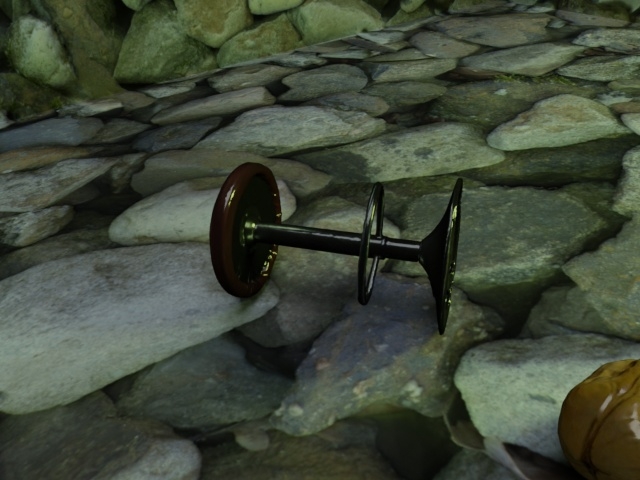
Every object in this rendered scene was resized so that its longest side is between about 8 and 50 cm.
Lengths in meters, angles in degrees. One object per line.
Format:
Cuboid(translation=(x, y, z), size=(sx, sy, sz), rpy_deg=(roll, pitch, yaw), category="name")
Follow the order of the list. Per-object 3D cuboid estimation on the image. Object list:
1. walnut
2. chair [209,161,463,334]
Cuboid(translation=(0.341, 0.195, 0.561), size=(0.180, 0.144, 0.144), rpy_deg=(-24, 39, -33), category="walnut")
Cuboid(translation=(0.000, 0.000, 0.805), size=(0.400, 0.227, 0.226), rpy_deg=(7, 37, 18), category="chair")
